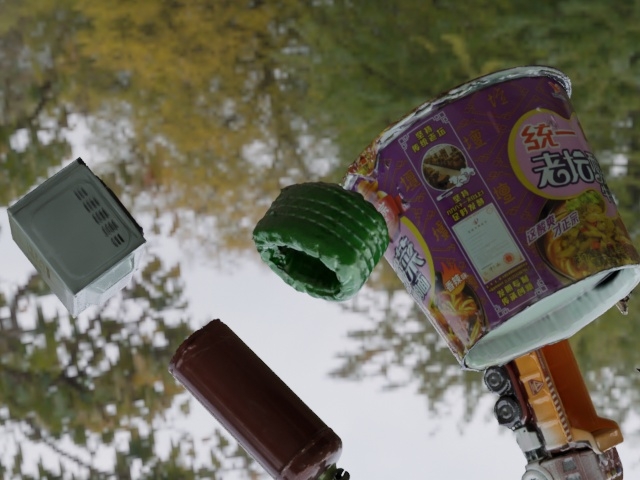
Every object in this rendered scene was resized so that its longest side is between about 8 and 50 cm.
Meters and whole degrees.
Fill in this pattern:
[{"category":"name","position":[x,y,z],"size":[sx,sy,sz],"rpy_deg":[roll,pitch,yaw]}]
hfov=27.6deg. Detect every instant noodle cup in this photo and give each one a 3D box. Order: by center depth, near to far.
[{"category":"instant noodle cup","position":[0.218,-0.010,1.593],"size":[0.340,0.340,0.266],"rpy_deg":[-16,-113,-25]}]

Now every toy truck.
[{"category":"toy truck","position":[0.324,0.236,1.798],"size":[0.135,0.270,0.114],"rpy_deg":[-26,169,34]}]

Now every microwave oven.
[{"category":"microwave oven","position":[-0.313,0.000,1.692],"size":[0.122,0.162,0.208],"rpy_deg":[-39,179,-15]}]

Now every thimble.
[{"category":"thimble","position":[0.000,0.000,1.332],"size":[0.130,0.118,0.090],"rpy_deg":[26,-115,16]}]

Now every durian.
[{"category":"durian","position":[0.415,0.055,1.863],"size":[0.052,0.066,0.130],"rpy_deg":[13,-154,-14]}]

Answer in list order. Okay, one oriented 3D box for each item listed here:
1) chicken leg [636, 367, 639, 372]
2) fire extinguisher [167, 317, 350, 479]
[{"category":"chicken leg","position":[0.571,0.256,1.724],"size":[0.322,0.177,0.083],"rpy_deg":[9,163,18]},{"category":"fire extinguisher","position":[-0.060,0.265,1.769],"size":[0.106,0.147,0.337],"rpy_deg":[-38,-108,-24]}]
